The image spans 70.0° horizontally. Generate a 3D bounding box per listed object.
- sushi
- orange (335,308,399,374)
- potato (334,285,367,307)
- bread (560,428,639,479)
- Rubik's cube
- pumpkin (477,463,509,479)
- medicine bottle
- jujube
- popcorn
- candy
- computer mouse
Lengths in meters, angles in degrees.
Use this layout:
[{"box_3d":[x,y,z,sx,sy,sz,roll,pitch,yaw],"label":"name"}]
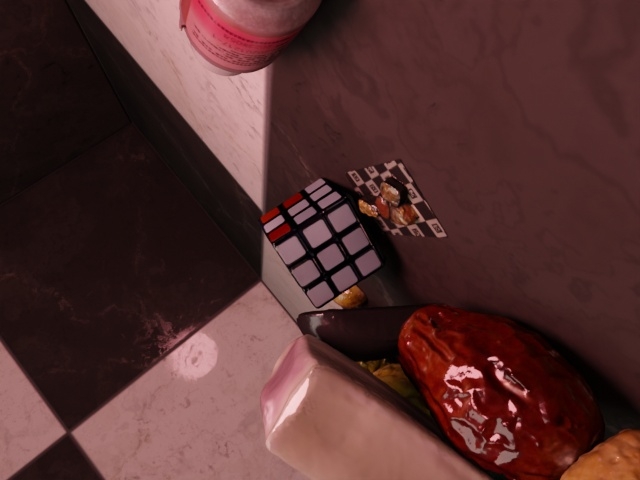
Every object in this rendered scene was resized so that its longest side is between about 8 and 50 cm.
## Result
[{"box_3d":[0.100,-0.052,0.728,0.139,0.031,0.201,55,165,-13],"label":"sushi"},{"box_3d":[0.098,0.316,1.201,0.300,0.223,0.301,43,-155,-13],"label":"orange"},{"box_3d":[0.068,0.146,1.224,0.096,0.066,0.103,55,163,-26],"label":"potato"},{"box_3d":[0.360,0.325,0.491,0.244,0.244,0.134,58,171,-24],"label":"bread"},{"box_3d":[0.000,0.000,0.856,0.160,0.163,0.162,58,178,-24],"label":"Rubik's cube"},{"box_3d":[0.371,0.525,0.932,0.263,0.197,0.293,20,145,36],"label":"pumpkin"},{"box_3d":[-0.095,-0.282,0.550,0.147,0.147,0.247,55,165,-15],"label":"medicine bottle"},{"box_3d":[0.231,0.198,0.634,0.290,0.197,0.197,34,157,50],"label":"jujube"},{"box_3d":[0.211,0.350,0.964,0.206,0.251,0.237,64,179,7],"label":"popcorn"},{"box_3d":[0.081,0.302,0.685,0.359,0.145,0.208,35,177,-3],"label":"candy"},{"box_3d":[0.092,0.172,0.847,0.170,0.269,0.100,131,137,-80],"label":"computer mouse"}]
